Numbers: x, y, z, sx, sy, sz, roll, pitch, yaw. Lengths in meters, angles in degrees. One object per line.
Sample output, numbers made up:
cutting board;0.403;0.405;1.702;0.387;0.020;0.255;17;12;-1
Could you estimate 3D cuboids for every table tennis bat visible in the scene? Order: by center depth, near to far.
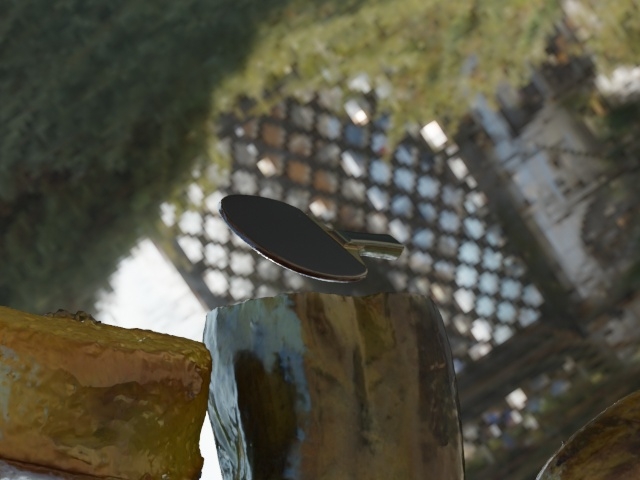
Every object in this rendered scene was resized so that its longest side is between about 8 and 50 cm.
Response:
table tennis bat;0.000;0.000;1.717;0.154;0.021;0.274;42;-159;32

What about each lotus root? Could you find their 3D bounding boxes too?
lotus root;0.012;0.220;1.502;0.250;0.250;0.346;53;-148;-68
lotus root;0.408;0.297;2.007;0.193;0.291;0.193;52;170;13

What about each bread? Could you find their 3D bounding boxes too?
bread;-0.197;0.146;1.375;0.260;0.160;0.147;15;177;-26

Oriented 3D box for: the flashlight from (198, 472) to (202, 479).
flashlight;-0.144;0.181;1.596;0.035;0.057;0.121;127;147;-48
